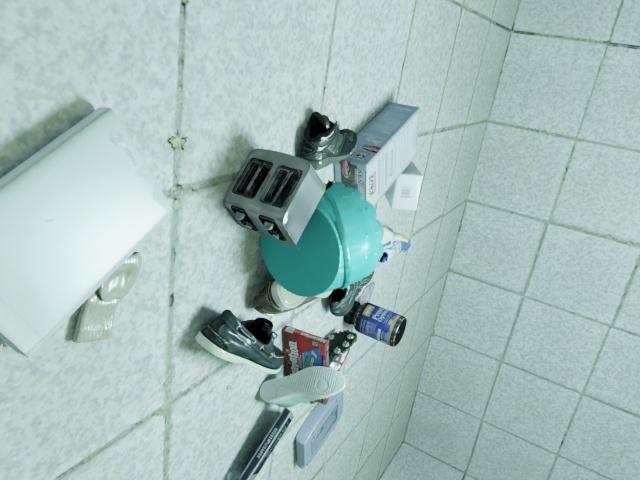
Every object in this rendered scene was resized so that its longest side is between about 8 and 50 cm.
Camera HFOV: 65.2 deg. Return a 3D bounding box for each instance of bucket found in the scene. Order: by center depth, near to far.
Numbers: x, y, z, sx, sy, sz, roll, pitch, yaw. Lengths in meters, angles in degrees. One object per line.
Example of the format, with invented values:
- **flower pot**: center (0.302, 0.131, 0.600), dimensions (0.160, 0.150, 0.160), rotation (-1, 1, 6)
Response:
- **bucket**: center (0.000, 0.000, 1.238), dimensions (0.183, 0.281, 0.280), rotation (-22, 127, -52)

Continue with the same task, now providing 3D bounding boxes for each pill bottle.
- **pill bottle**: center (0.204, 0.308, 1.900), dimensions (0.123, 0.219, 0.122), rotation (-44, 144, -44)

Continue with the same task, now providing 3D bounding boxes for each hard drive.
- **hard drive**: center (-0.360, -0.018, 0.707), dimensions (0.307, 0.040, 0.202), rotation (-55, 141, -34)

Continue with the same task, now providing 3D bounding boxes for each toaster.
- **toaster**: center (-0.092, -0.101, 1.087), dimensions (0.185, 0.168, 0.110), rotation (-62, 153, -16)

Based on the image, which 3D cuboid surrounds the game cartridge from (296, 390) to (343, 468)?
- **game cartridge**: center (-0.002, 0.731, 1.990), dimensions (0.297, 0.062, 0.197), rotation (-42, 138, -45)

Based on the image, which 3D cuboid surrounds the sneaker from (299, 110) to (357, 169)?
- **sneaker**: center (0.033, -0.276, 1.303), dimensions (0.228, 0.087, 0.130), rotation (-32, 142, -45)

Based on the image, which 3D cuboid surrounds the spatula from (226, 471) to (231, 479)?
- **spatula**: center (-0.320, 0.810, 1.456), dimensions (0.168, 0.019, 0.241), rotation (-13, 120, -59)

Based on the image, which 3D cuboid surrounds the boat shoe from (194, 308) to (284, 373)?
- **boat shoe**: center (-0.165, 0.240, 1.234), dimensions (0.113, 0.127, 0.340), rotation (-56, 144, -3)

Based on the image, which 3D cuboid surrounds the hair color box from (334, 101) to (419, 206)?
- **hair color box**: center (0.185, -0.267, 1.580), dimensions (0.374, 0.114, 0.185), rotation (-49, 147, -38)

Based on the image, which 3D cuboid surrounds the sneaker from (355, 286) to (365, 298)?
- **sneaker**: center (0.159, 0.141, 1.873), dimensions (0.075, 0.063, 0.170), rotation (29, 77, -58)

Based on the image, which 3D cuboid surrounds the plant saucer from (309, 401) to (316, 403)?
- **plant saucer**: center (-0.009, 0.520, 1.851), dimensions (0.168, 0.029, 0.168), rotation (-42, 143, -43)

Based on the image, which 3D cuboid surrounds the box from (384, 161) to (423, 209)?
- **box**: center (0.287, -0.199, 1.766), dimensions (0.170, 0.091, 0.129), rotation (-97, -169, -63)

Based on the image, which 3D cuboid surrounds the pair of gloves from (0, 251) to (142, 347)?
- **pair of gloves**: center (-0.382, 0.068, 0.782), dimensions (0.240, 0.042, 0.204), rotation (24, 86, -65)

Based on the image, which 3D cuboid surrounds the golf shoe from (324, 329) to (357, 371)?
- **golf shoe**: center (0.035, 0.429, 1.776), dimensions (0.273, 0.105, 0.120), rotation (-41, 131, -32)

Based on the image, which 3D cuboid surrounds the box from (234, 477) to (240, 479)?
- **box**: center (-0.294, 0.789, 1.409), dimensions (0.244, 0.060, 0.100), rotation (-16, 118, -59)

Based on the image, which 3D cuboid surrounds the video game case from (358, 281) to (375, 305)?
- **video game case**: center (0.187, 0.226, 2.050), dimensions (0.122, 0.011, 0.087), rotation (-26, 130, -56)

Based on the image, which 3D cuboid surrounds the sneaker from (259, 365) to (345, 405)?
- **sneaker**: center (-0.042, 0.450, 1.530), dimensions (0.151, 0.256, 0.094), rotation (65, 16, -63)

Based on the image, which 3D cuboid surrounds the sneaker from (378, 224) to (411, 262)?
- **sneaker**: center (0.247, 0.023, 1.913), dimensions (0.297, 0.112, 0.130), rotation (18, 86, -54)

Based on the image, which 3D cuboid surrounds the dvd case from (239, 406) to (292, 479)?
- **dvd case**: center (-0.162, 0.640, 1.562), dimensions (0.238, 0.030, 0.179), rotation (-54, 166, -20)

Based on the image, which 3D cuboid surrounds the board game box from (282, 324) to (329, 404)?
- **board game box**: center (-0.044, 0.391, 1.555), dimensions (0.027, 0.145, 0.281), rotation (-50, 148, -47)

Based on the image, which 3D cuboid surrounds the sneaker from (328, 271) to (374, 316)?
- **sneaker**: center (0.107, 0.134, 1.727), dimensions (0.267, 0.101, 0.106), rotation (-63, 151, -16)

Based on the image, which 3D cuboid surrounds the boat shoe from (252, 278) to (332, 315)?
- **boat shoe**: center (-0.066, 0.132, 1.389), dimensions (0.324, 0.097, 0.116), rotation (-18, 83, -63)
